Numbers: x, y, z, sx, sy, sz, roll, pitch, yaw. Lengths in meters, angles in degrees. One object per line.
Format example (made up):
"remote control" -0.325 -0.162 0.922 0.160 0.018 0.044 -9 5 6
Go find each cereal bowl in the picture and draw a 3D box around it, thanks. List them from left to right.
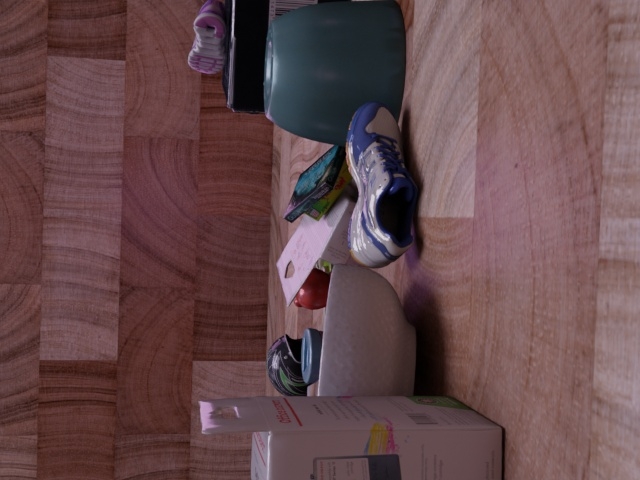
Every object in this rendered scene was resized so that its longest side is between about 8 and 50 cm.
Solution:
"cereal bowl" 0.075 0.210 1.283 0.339 0.141 0.339 5 -90 -87

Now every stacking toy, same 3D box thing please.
"stacking toy" -0.013 0.175 1.951 0.279 0.130 0.309 -113 27 -68

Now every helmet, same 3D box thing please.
"helmet" -0.062 0.330 2.116 0.169 0.161 0.169 -178 90 -80

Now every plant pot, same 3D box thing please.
"plant pot" 0.013 -0.322 1.558 0.293 0.235 0.293 -178 90 -80

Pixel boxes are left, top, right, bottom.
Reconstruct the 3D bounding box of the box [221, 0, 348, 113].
"box" -0.107 -0.608 2.150 0.472 0.297 0.480 -119 32 -69

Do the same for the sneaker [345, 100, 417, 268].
"sneaker" 0.118 -0.104 1.366 0.131 0.112 0.296 -25 64 60

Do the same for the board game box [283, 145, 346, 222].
"board game box" -0.009 -0.124 1.698 0.186 0.026 0.126 -37 28 52

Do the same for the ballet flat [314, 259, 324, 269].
"ballet flat" -0.007 0.056 2.123 0.221 0.077 0.079 108 158 -47

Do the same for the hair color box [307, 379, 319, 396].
"hair color box" 0.045 0.371 1.638 0.339 0.110 0.185 125 147 -70

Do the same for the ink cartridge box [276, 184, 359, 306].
"ink cartridge box" 0.000 0.000 1.805 0.261 0.066 0.296 -61 15 11

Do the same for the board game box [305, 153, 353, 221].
"board game box" 0.030 -0.137 1.732 0.181 0.043 0.092 -51 19 27

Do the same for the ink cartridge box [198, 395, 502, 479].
"ink cartridge box" 0.024 0.271 1.013 0.207 0.353 0.119 -179 90 -81

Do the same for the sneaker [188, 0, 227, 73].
"sneaker" -0.283 -0.528 2.085 0.236 0.095 0.104 117 160 -59
